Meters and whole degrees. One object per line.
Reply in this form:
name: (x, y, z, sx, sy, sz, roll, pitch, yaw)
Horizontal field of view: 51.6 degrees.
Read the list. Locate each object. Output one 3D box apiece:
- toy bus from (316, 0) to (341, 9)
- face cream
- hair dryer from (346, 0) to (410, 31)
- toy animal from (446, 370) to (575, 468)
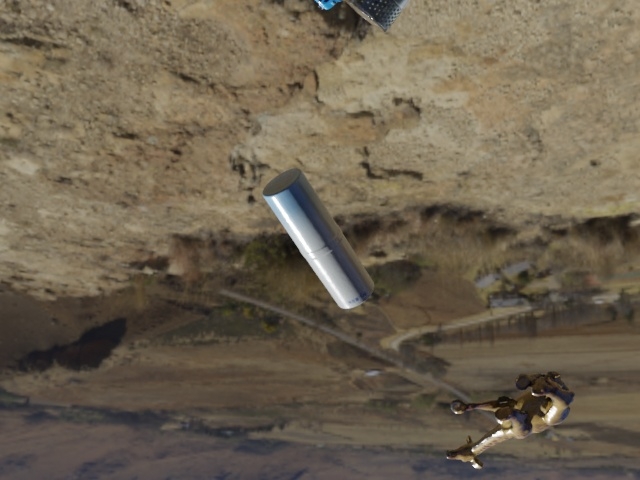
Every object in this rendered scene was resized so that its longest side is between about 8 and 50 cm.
toy bus: (-0.003, -0.442, 1.056, 0.106, 0.185, 0.090, 35, 111, -26)
face cream: (0.000, 0.000, 1.100, 0.077, 0.077, 0.250, -13, 123, 34)
hair dryer: (0.095, -0.420, 0.672, 0.320, 0.156, 0.284, -46, 134, 6)
toy animal: (0.234, 0.227, 0.829, 0.149, 0.054, 0.275, -16, 150, -2)
